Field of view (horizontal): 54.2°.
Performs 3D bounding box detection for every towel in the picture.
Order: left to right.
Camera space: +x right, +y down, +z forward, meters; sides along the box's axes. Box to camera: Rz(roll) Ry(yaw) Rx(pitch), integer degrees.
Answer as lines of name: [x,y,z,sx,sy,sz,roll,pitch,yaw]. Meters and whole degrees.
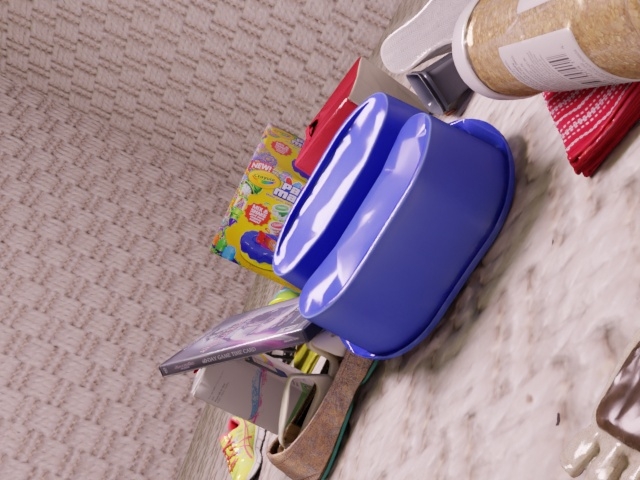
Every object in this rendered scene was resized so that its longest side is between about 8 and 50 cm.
towel: [-0.034,0.232,1.357,0.102,0.021,0.237,-63,9,14]
towel: [0.290,-0.201,0.622,0.199,0.031,0.275,-58,11,33]

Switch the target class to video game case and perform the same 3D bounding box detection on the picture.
video game case: [-0.092,0.136,0.971,0.274,0.026,0.196,-18,8,29]

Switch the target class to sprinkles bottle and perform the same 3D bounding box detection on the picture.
sprinkles bottle: [0.215,-0.183,0.513,0.121,0.121,0.355,-63,9,7]

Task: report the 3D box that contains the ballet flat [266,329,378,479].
ballet flat: [0.014,0.193,0.899,0.316,0.106,0.107,-65,9,-8]

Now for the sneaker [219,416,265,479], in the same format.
sneaker: [-0.177,0.455,1.337,0.082,0.094,0.208,-60,11,17]

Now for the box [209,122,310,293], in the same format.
box: [-0.056,-0.059,1.419,0.279,0.289,0.177,-59,10,35]

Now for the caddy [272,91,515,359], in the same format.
caddy: [0.095,-0.016,0.794,0.342,0.179,0.241,-58,31,12]

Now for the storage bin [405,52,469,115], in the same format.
storage bin: [0.221,-0.277,1.094,0.091,0.098,0.135,-35,13,7]

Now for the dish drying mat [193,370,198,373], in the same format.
dish drying mat: [-0.202,0.194,1.097,0.032,0.008,0.083,-55,11,36]

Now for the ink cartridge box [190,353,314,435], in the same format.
ink cartridge box: [-0.110,0.257,1.098,0.093,0.212,0.154,-64,8,-1]

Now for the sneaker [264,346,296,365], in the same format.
sneaker: [-0.100,0.264,1.337,0.106,0.078,0.235,-117,37,-78]

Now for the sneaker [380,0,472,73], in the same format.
sneaker: [0.259,-0.413,1.140,0.292,0.108,0.169,-17,15,47]

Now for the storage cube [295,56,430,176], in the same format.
storage cube: [0.092,-0.212,1.264,0.193,0.214,0.184,-48,16,40]

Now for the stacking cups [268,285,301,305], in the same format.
stacking cups: [-0.073,0.139,1.523,0.096,0.096,0.316,-61,3,21]

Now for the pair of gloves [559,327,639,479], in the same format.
pair of gloves: [0.211,0.074,0.274,0.204,0.042,0.240,-63,9,6]
